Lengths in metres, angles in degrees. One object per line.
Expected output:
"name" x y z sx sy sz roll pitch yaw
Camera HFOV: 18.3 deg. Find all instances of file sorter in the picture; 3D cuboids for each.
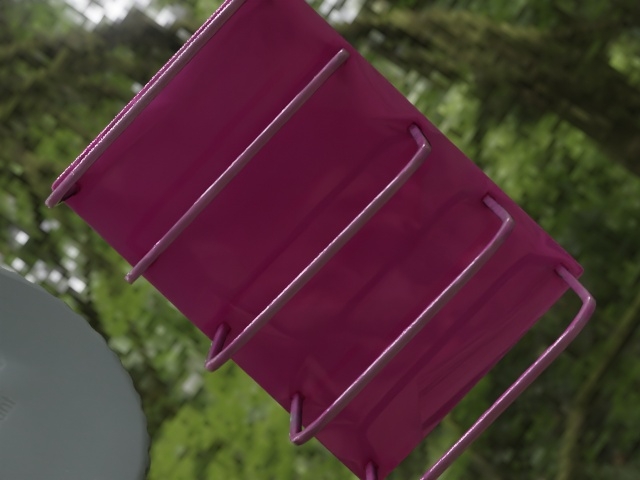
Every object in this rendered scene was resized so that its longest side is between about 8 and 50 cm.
"file sorter" 0.000 0.000 1.215 0.202 0.291 0.182 -46 5 3

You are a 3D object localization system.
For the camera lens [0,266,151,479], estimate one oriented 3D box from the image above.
"camera lens" -0.225 0.165 0.985 0.219 0.219 0.274 -42 -13 -54
